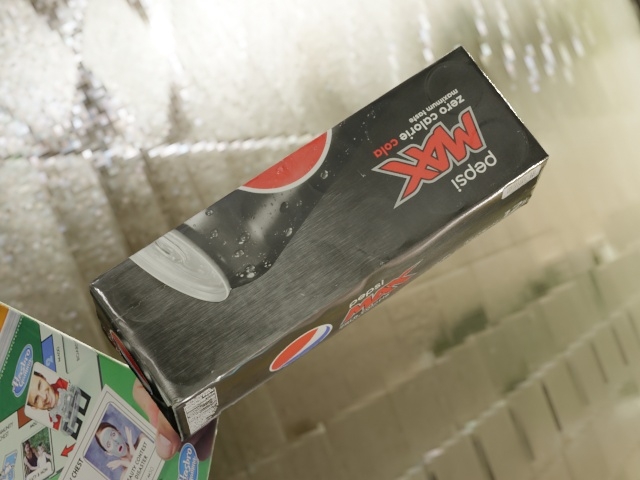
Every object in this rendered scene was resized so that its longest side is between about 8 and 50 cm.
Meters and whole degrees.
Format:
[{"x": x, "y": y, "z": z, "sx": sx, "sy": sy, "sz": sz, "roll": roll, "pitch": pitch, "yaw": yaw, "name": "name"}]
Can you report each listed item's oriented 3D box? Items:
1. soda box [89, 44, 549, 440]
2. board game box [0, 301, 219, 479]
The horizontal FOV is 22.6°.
[{"x": 0.000, "y": 0.000, "z": 0.598, "sx": 0.060, "sy": 0.169, "sz": 0.053, "roll": 53, "pitch": -13, "yaw": 14, "name": "soda box"}, {"x": -0.143, "y": 0.165, "z": 0.513, "sx": 0.213, "sy": 0.046, "sz": 0.317, "roll": 32, "pitch": 53, "yaw": -37, "name": "board game box"}]
